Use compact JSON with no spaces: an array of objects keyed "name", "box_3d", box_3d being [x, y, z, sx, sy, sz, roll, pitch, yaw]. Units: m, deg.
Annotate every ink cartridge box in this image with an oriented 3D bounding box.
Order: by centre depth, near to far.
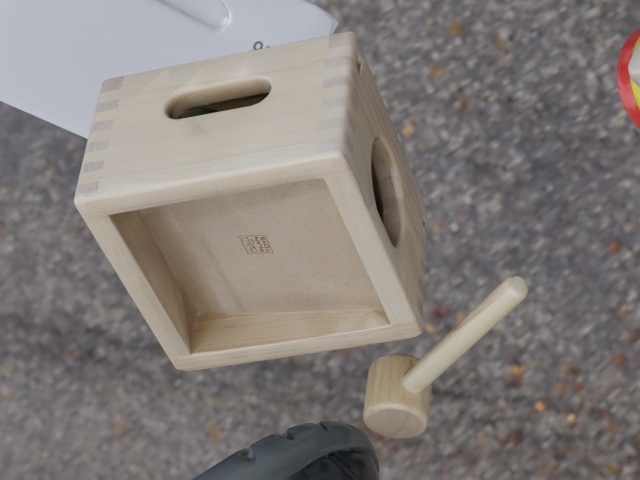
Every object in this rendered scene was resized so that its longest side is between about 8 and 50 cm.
[{"name":"ink cartridge box","box_3d":[-0.220,-0.220,1.299,0.395,0.285,0.166,39,102,45]}]

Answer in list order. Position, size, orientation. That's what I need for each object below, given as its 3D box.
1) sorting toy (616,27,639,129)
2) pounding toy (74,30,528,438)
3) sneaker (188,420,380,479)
[{"name":"sorting toy","box_3d":[0.346,-0.139,1.298,0.255,0.257,0.089,42,155,-23]},{"name":"pounding toy","box_3d":[0.011,0.002,0.831,0.181,0.094,0.206,-9,136,16]},{"name":"sneaker","box_3d":[-0.065,0.195,0.788,0.125,0.341,0.140,-39,85,38]}]
